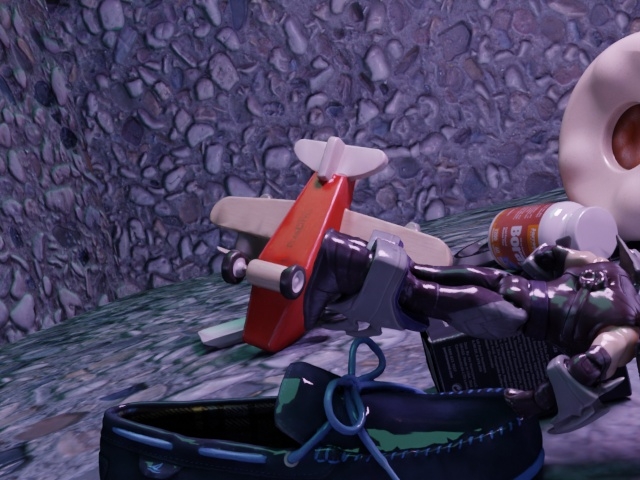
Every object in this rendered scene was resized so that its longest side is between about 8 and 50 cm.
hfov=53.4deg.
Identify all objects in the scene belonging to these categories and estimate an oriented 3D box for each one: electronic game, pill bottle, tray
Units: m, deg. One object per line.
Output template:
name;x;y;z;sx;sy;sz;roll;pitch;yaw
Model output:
electronic game;0.384;0.020;1.370;0.229;0.048;0.229;-24;3;2
pill bottle;0.406;-0.006;1.125;0.121;0.121;0.216;-16;4;-21
tray;-0.111;0.167;1.292;0.270;0.030;0.145;-16;5;-15

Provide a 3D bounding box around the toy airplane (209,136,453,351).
toy airplane;0.000;0.000;1.190;0.384;0.272;0.386;-26;48;-1

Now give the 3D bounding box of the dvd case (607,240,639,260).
dvd case;0.568;-0.015;1.201;0.238;0.030;0.179;-15;10;-18

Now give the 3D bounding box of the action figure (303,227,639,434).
action figure;0.136;0.048;0.472;0.284;0.099;0.185;10;22;9

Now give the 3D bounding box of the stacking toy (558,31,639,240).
stacking toy;0.713;-0.167;1.129;0.479;0.351;0.350;2;-1;-17

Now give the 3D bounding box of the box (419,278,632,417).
box;0.182;0.101;0.613;0.158;0.093;0.156;-15;4;5

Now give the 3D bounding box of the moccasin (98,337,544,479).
moccasin;-0.012;0.148;0.470;0.341;0.117;0.138;-12;3;3
